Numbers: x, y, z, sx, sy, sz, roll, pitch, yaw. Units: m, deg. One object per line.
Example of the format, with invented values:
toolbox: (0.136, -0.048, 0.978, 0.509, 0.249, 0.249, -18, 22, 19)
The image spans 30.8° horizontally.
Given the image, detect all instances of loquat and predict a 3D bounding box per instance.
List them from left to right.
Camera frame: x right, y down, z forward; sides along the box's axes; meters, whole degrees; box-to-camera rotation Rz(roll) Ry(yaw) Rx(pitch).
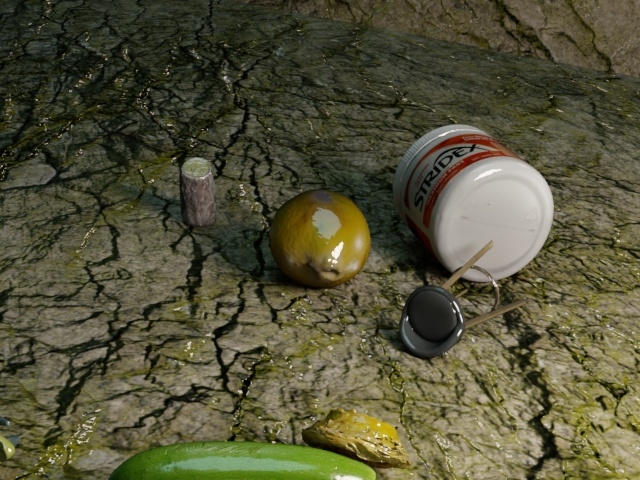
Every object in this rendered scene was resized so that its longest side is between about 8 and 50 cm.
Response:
loquat: (0.000, 0.000, 1.730, 0.152, 0.152, 0.195, -2, 32, -10)

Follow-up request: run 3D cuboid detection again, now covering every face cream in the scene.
face cream: (0.235, -0.059, 1.809, 0.201, 0.201, 0.187, -5, 25, -17)

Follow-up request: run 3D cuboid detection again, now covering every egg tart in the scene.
egg tart: (0.041, 0.219, 1.284, 0.130, 0.052, 0.130, 15, -17, 5)

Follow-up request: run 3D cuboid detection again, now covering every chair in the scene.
chair: (0.193, 0.080, 1.624, 0.104, 0.095, 0.221, 5, 22, 34)

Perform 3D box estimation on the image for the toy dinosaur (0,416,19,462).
toy dinosaur: (-0.452, 0.213, 1.270, 0.259, 0.094, 0.153, 14, 24, 42)

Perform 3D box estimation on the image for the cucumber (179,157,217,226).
cucumber: (-0.201, -0.079, 1.918, 0.064, 0.112, 0.064, 1, 32, -1)

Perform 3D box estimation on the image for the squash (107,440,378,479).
squash: (-0.078, 0.252, 1.224, 0.293, 0.082, 0.082, 2, 24, -4)
